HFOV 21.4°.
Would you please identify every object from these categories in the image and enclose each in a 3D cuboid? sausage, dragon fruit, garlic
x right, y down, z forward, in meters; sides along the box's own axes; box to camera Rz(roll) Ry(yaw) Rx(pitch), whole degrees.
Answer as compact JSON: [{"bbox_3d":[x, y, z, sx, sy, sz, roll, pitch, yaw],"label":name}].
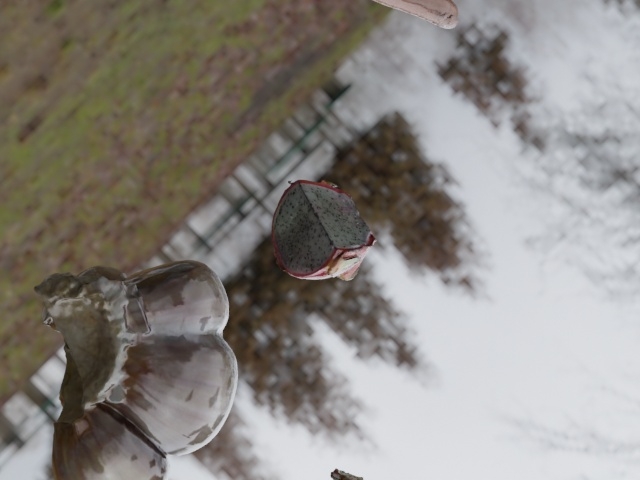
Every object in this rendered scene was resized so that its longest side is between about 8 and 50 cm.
[{"bbox_3d":[0.083,-0.288,1.970,0.043,0.186,0.043,-33,-131,50],"label":"sausage"},{"bbox_3d":[0.000,0.000,1.277,0.056,0.083,0.060,4,134,-48],"label":"dragon fruit"},{"bbox_3d":[-0.146,0.120,1.433,0.160,0.214,0.191,-13,171,12],"label":"garlic"}]

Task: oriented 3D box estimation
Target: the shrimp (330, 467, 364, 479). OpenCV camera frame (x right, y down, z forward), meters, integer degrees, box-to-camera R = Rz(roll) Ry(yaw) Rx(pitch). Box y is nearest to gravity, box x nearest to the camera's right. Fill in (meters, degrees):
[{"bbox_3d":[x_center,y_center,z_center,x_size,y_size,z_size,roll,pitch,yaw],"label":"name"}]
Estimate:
[{"bbox_3d":[0.055,0.269,1.621,0.052,0.187,0.132,-52,-139,-4],"label":"shrimp"}]
